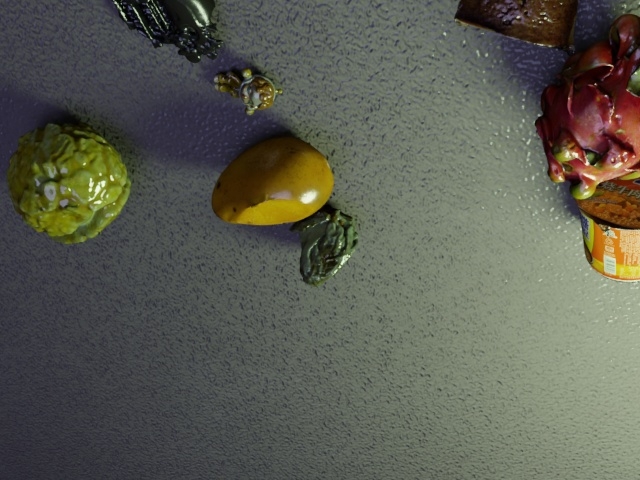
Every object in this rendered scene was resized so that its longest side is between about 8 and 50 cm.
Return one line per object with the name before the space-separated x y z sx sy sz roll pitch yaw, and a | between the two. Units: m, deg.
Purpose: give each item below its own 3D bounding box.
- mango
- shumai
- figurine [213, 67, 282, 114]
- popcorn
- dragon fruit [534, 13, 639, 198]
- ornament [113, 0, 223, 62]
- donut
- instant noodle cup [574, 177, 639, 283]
mango | -0.110 -0.125 1.819 0.290 0.191 0.160 -16 144 22
shumai | -0.003 0.004 1.894 0.142 0.184 0.184 39 129 -4
figurine | -0.157 -0.316 1.777 0.143 0.068 0.101 -4 122 37
popcorn | -0.575 -0.137 1.942 0.282 0.247 0.282 8 146 5
dragon fruit | 0.503 -0.237 1.502 0.243 0.227 0.307 -10 120 20
ornament | -0.326 -0.473 1.697 0.251 0.106 0.260 6 144 23
donut | 0.356 -0.408 1.485 0.186 0.144 0.126 24 113 33
instant noodle cup | 0.603 -0.032 1.650 0.213 0.213 0.174 2 135 17
